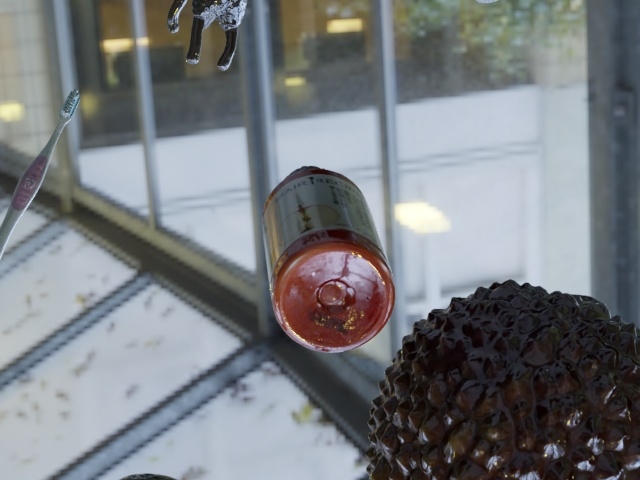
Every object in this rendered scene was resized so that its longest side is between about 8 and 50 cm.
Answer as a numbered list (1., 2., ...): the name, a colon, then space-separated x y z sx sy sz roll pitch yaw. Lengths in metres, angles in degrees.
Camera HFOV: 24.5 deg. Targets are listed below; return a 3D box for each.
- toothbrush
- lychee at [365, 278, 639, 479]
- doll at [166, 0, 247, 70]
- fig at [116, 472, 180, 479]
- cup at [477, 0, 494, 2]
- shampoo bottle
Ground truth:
1. toothbrush: -0.242 -0.040 1.211 0.017 0.204 0.022 22 155 -1
2. lychee: 0.184 0.191 1.350 0.306 0.306 0.330 9 -123 39
3. doll: -0.109 -0.273 1.505 0.057 0.165 0.139 7 -156 -21
4. fig: -0.117 0.242 0.944 0.117 0.177 0.117 28 -178 -1
5. cup: 0.146 -0.274 1.090 0.300 0.173 0.167 38 174 19
6. shampoo bottle: 0.000 0.000 1.337 0.104 0.104 0.278 -4 -159 -4
